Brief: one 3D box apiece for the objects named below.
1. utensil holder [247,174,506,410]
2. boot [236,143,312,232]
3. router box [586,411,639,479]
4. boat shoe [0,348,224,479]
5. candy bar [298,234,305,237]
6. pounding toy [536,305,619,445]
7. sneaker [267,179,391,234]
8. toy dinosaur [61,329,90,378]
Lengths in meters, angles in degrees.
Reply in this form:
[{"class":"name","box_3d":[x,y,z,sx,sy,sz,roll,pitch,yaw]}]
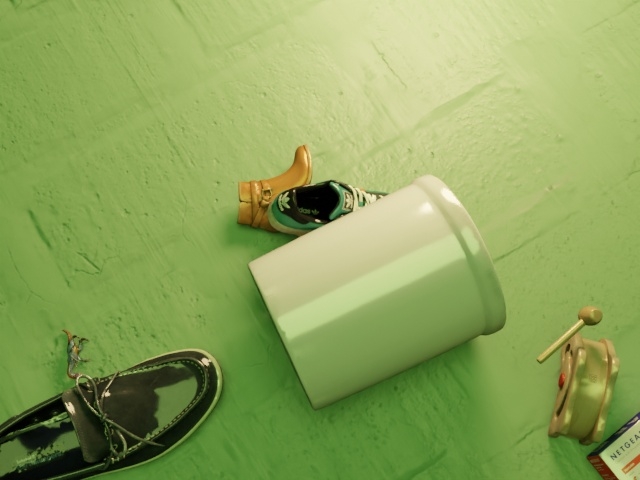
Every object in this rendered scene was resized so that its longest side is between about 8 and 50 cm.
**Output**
[{"class":"utensil holder","box_3d":[0.096,0.098,1.561,0.385,0.327,0.328,-24,74,-6]},{"class":"boot","box_3d":[-0.097,-0.115,1.750,0.152,0.073,0.197,6,76,-4]},{"class":"router box","box_3d":[0.738,0.429,1.584,0.335,0.082,0.301,-35,76,-11]},{"class":"boat shoe","box_3d":[-0.416,0.348,1.566,0.500,0.156,0.187,-23,72,-9]},{"class":"candy bar","box_3d":[0.000,0.000,1.724,0.161,0.018,0.040,30,77,-11]},{"class":"pounding toy","box_3d":[0.478,0.253,1.615,0.154,0.154,0.270,13,92,4]},{"class":"sneaker","box_3d":[0.052,-0.061,1.681,0.302,0.121,0.108,-1,77,-22]},{"class":"toy dinosaur","box_3d":[-0.493,0.233,1.671,0.090,0.047,0.082,16,80,39]}]
